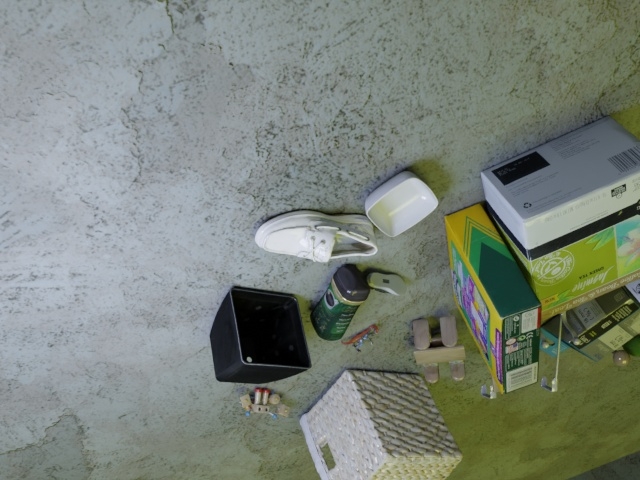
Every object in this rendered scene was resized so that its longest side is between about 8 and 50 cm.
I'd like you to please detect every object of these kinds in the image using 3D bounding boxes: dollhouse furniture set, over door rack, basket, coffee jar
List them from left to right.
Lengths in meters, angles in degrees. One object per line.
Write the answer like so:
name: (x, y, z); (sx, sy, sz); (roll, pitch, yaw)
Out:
coffee jar: (0.048, 0.149, 1.842); (0.079, 0.096, 0.184); (1, 135, -32)
basket: (0.177, 0.574, 2.205); (0.331, 0.328, 0.266); (13, 126, -36)
dollhouse furniture set: (0.382, 0.328, 2.111); (0.242, 0.161, 0.212); (-8, 143, 11)
over door rack: (0.618, 0.320, 2.232); (0.239, 0.108, 0.324); (-2, 112, -19)

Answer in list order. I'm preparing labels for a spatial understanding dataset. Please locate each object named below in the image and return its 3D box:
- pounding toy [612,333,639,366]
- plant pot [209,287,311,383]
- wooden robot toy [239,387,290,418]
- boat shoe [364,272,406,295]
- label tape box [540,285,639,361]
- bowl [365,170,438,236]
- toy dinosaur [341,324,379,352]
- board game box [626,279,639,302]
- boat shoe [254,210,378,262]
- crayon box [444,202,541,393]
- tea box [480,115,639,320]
pounding toy: (1.017, 0.285, 2.464); (0.236, 0.183, 0.110); (-26, 116, 7)
plant pot: (-0.156, 0.241, 1.785); (0.187, 0.188, 0.167); (11, 141, -36)
wooden robot toy: (-0.170, 0.445, 2.106); (0.173, 0.076, 0.079); (17, 161, -39)
boat shoe: (0.156, 0.106, 1.896); (0.040, 0.049, 0.142); (-13, 157, 43)
label tape box: (0.835, 0.278, 2.384); (0.333, 0.106, 0.240); (-41, 138, 19)
bowl: (0.171, -0.087, 1.675); (0.142, 0.053, 0.142); (-35, 140, 14)
toy dinosaur: (0.115, 0.256, 2.044); (0.090, 0.047, 0.082); (18, 107, -27)
board game box: (0.784, 0.073, 1.969); (0.053, 0.305, 0.193); (-42, 138, 17)
boat shoe: (0.000, 0.000, 1.650); (0.277, 0.096, 0.098); (-4, 137, -23)
crayon box: (0.413, 0.144, 1.851); (0.106, 0.313, 0.363); (-19, 141, -1)
tea box: (0.580, -0.048, 1.757); (0.329, 0.220, 0.324); (-24, 129, 0)
